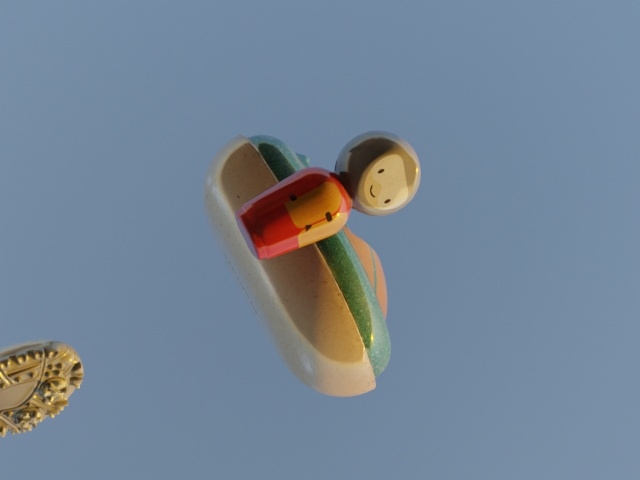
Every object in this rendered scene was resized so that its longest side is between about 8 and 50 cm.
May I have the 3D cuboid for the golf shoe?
[{"bbox_3d":[-0.232,0.091,0.730,0.176,0.069,0.086,-25,-136,16],"label":"golf shoe"}]

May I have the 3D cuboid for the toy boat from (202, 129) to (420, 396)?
[{"bbox_3d":[0.000,0.000,0.993,0.148,0.318,0.267,-27,-101,-11],"label":"toy boat"}]
